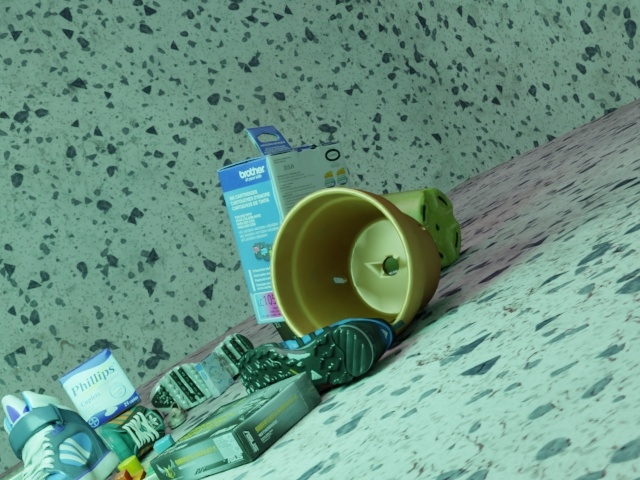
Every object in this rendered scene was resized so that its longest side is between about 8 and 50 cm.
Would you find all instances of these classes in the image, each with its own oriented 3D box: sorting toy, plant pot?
[{"bbox_3d":[-0.306,0.398,1.610,0.348,0.047,0.196,-31,2,-1],"label":"sorting toy"},{"bbox_3d":[0.172,-0.007,2.104,0.254,0.276,0.276,-15,11,37],"label":"plant pot"},{"bbox_3d":[0.083,0.049,1.643,0.291,0.290,0.203,-30,-14,31],"label":"plant pot"}]

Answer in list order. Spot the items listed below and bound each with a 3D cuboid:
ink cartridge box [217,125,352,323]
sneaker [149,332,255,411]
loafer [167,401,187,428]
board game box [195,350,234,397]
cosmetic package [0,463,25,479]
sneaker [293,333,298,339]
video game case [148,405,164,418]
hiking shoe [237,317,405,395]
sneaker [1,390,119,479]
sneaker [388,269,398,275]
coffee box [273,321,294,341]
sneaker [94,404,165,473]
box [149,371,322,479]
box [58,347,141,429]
[{"bbox_3d":[-0.050,-0.052,1.905,0.151,0.395,0.270,-10,5,36],"label":"ink cartridge box"},{"bbox_3d":[-0.293,0.344,2.268,0.292,0.110,0.118,-28,-12,-31],"label":"sneaker"},{"bbox_3d":[-0.334,0.400,2.097,0.045,0.039,0.125,-30,2,-3],"label":"loafer"},{"bbox_3d":[-0.252,0.319,2.182,0.020,0.090,0.090,-32,1,21],"label":"board game box"},{"bbox_3d":[-0.610,0.529,1.918,0.309,0.113,0.160,-31,1,-25],"label":"cosmetic package"},{"bbox_3d":[0.015,0.176,1.863,0.152,0.084,0.058,-31,2,-16],"label":"sneaker"},{"bbox_3d":[-0.504,0.498,2.393,0.206,0.026,0.227,-31,2,-11],"label":"video game case"},{"bbox_3d":[-0.005,0.202,1.512,0.304,0.113,0.132,-18,-1,40],"label":"hiking shoe"},{"bbox_3d":[-0.505,0.382,1.621,0.130,0.236,0.323,-48,-2,8],"label":"sneaker"},{"bbox_3d":[0.134,0.125,1.987,0.166,0.065,0.076,-33,17,28],"label":"sneaker"},{"bbox_3d":[-0.003,0.119,2.404,0.297,0.168,0.119,-31,2,-23],"label":"coffee box"},{"bbox_3d":[-0.396,0.404,1.929,0.121,0.108,0.302,-35,1,-6],"label":"sneaker"},{"bbox_3d":[-0.133,0.298,1.431,0.231,0.056,0.183,-29,3,42],"label":"box"},{"bbox_3d":[-0.478,0.326,1.987,0.126,0.137,0.072,-33,-8,-15],"label":"box"}]
